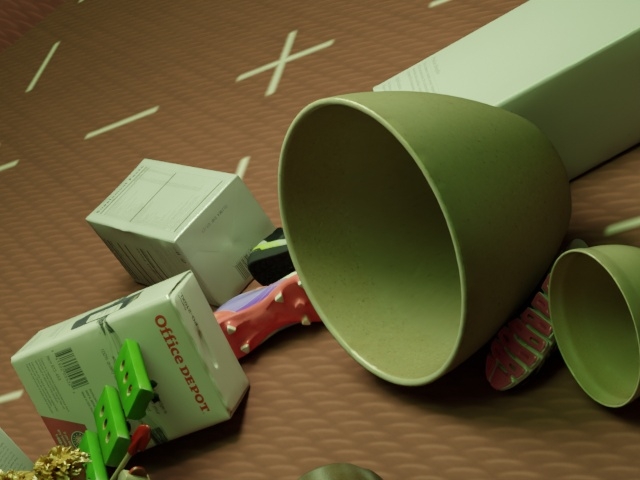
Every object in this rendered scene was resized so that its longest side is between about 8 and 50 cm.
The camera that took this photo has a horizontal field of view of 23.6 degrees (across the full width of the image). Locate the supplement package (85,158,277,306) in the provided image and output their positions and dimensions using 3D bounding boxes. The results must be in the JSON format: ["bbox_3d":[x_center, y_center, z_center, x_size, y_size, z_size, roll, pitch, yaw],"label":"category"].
[{"bbox_3d":[-0.193,-0.014,2.162,0.139,0.134,0.244,-48,33,-21],"label":"supplement package"}]

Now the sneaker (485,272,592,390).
[{"bbox_3d":[0.248,0.098,1.646,0.170,0.075,0.063,-54,47,10],"label":"sneaker"}]

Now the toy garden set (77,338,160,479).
[{"bbox_3d":[-0.233,0.272,1.777,0.244,0.049,0.204,-64,26,21],"label":"toy garden set"}]

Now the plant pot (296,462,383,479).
[{"bbox_3d":[0.030,0.307,1.473,0.167,0.167,0.165,-33,21,2],"label":"plant pot"}]

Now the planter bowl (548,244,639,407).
[{"bbox_3d":[0.316,0.074,1.533,0.109,0.162,0.162,-16,24,-21],"label":"planter bowl"}]

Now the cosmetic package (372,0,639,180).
[{"bbox_3d":[0.275,-0.184,1.927,0.385,0.156,0.217,-26,31,12],"label":"cosmetic package"}]

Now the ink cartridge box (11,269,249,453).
[{"bbox_3d":[-0.232,0.163,1.893,0.237,0.172,0.100,-22,13,20],"label":"ink cartridge box"}]

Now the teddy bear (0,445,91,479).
[{"bbox_3d":[-0.380,0.310,1.552,0.338,0.113,0.245,-20,31,25],"label":"teddy bear"}]

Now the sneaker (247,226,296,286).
[{"bbox_3d":[0.000,0.000,2.002,0.234,0.084,0.097,-6,39,40],"label":"sneaker"}]

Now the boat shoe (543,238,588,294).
[{"bbox_3d":[0.271,0.042,1.730,0.035,0.035,0.100,-41,18,54],"label":"boat shoe"}]

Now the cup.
[{"bbox_3d":[0.140,-0.032,1.729,0.237,0.331,0.331,-22,21,-31],"label":"cup"}]

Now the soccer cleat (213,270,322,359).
[{"bbox_3d":[-0.045,0.076,1.948,0.248,0.083,0.095,-28,26,16],"label":"soccer cleat"}]

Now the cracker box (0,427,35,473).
[{"bbox_3d":[-0.445,0.295,1.871,0.067,0.232,0.156,-4,41,43],"label":"cracker box"}]
